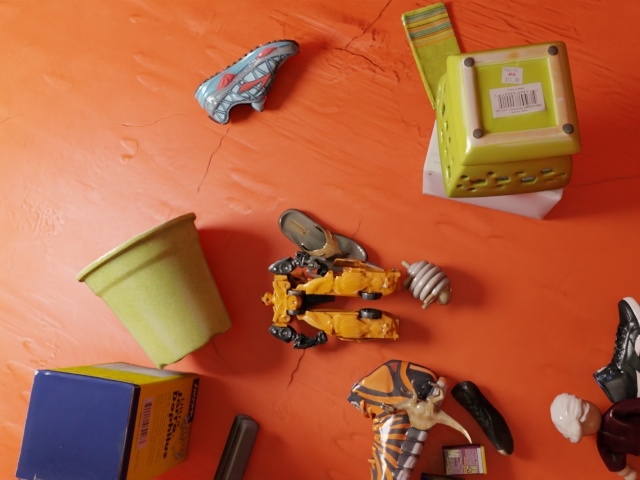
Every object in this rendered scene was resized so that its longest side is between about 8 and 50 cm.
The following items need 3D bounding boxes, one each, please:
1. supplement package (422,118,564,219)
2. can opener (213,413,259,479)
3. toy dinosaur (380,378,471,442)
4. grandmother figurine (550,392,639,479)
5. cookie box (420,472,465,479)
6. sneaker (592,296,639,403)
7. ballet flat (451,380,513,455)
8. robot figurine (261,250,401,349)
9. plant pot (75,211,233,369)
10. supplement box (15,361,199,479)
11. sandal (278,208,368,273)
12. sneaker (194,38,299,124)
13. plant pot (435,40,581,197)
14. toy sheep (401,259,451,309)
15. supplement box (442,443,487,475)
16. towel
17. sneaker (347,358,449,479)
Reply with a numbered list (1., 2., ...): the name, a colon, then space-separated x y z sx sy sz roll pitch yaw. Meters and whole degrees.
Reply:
1. supplement package: 0.350 -0.155 1.370 0.262 0.204 0.145 14 83 10
2. can opener: -0.177 0.518 1.436 0.095 0.076 0.283 21 84 -22
3. toy dinosaur: 0.213 0.324 1.312 0.183 0.053 0.092 13 88 19
4. grandmother figurine: 0.615 0.377 1.305 0.343 0.104 0.207 15 105 8
5. cookie box: 0.243 0.496 1.345 0.092 0.107 0.040 6 83 9
6. sneaker: 0.595 0.228 1.345 0.121 0.079 0.216 -14 81 6
7. ballet flat: 0.336 0.364 1.389 0.173 0.057 0.049 55 133 12
8. robot figurine: 0.022 0.127 1.429 0.291 0.085 0.211 3 98 8
9. plant pot: -0.322 0.118 1.421 0.276 0.276 0.253 -30 90 3
10. supplement box: -0.396 0.354 1.332 0.194 0.356 0.195 7 83 10
11. sandal: 0.000 0.000 1.473 0.219 0.060 0.090 37 89 10
12. sneaker: -0.148 -0.355 1.541 0.262 0.104 0.125 -31 96 7
13. plant pot: 0.323 -0.211 1.174 0.228 0.207 0.227 -5 79 6
14. toy sheep: 0.220 0.087 1.418 0.132 0.091 0.091 42 90 17
15. supplement box: 0.293 0.446 1.378 0.083 0.043 0.054 -5 82 7
16. towel: 0.263 -0.414 1.512 0.102 0.021 0.237 -18 80 6
17. sneaker: 0.122 0.394 1.384 0.180 0.124 0.321 23 75 15
